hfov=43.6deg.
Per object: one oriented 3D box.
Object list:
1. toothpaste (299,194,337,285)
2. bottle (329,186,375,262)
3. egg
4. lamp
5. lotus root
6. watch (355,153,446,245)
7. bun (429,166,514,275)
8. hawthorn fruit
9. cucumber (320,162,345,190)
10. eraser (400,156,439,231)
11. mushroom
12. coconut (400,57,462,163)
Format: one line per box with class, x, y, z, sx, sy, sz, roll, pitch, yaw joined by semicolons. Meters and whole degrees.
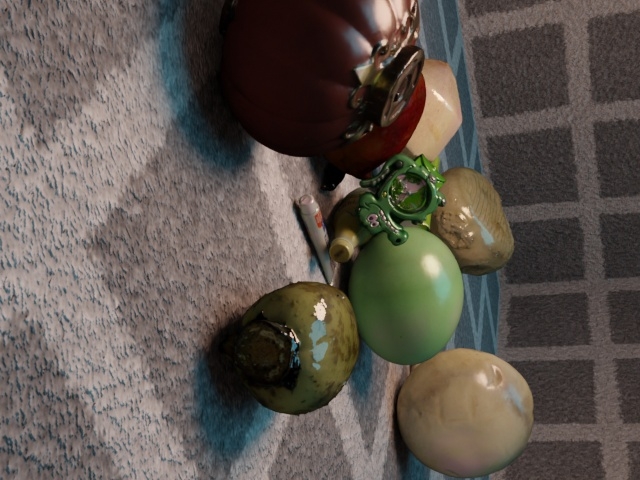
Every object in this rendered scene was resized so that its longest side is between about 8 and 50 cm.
toothpaste;0.000;0.000;1.370;0.218;0.033;0.052;71;27;-50
bottle;0.060;-0.025;1.446;0.270;0.083;0.083;-63;145;-67
egg;0.162;0.107;1.531;0.220;0.220;0.270;-36;130;-69
lamp;0.002;-0.255;1.047;0.303;0.257;0.303;-54;167;-18
lotus root;-0.023;0.133;1.077;0.309;0.173;0.173;-1;87;-79
watch;0.137;-0.082;1.423;0.131;0.165;0.152;46;7;-4
bun;0.426;-0.054;2.386;0.362;0.234;0.326;32;48;-49
hawthorn fruit;0.085;-0.214;1.412;0.208;0.208;0.248;-43;134;-67
cucumber;0.033;-0.131;1.485;0.043;0.039;0.163;51;31;-25
eraser;0.183;-0.043;1.731;0.274;0.092;0.210;-70;177;-53
mushroom;0.305;0.391;1.856;0.315;0.356;0.315;-21;118;-46
coconut;0.187;-0.274;1.663;0.234;0.224;0.224;-63;164;8
